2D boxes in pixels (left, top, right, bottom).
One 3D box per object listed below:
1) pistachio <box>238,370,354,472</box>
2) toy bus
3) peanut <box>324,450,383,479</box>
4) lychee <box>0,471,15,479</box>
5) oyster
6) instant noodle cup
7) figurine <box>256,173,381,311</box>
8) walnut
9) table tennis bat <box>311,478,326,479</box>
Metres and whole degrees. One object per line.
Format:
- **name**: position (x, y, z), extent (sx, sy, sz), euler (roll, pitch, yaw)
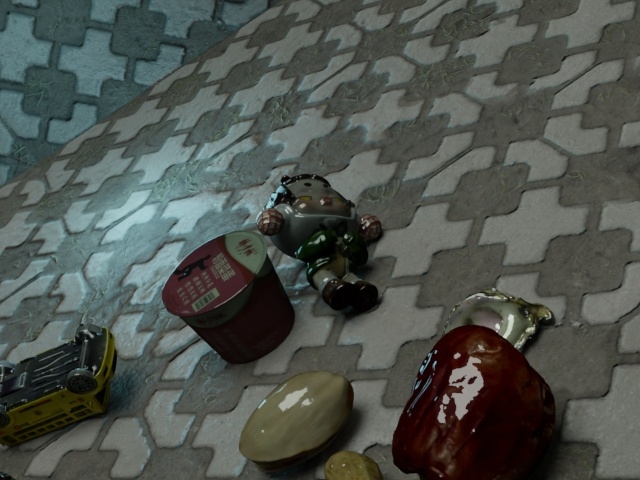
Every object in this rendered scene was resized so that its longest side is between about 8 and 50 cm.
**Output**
- **pistachio**: position (-0.037, 0.305, 1.792), extent (0.215, 0.144, 0.144), euler (-42, 34, -6)
- **toy bus**: position (-0.549, 0.306, 2.184), extent (0.330, 0.152, 0.144), euler (-23, 39, 17)
- **peanut**: position (0.063, 0.391, 1.640), extent (0.089, 0.089, 0.193), euler (-35, 29, -5)
- **lychee**: position (-0.639, 0.502, 1.986), extent (0.171, 0.171, 0.171), euler (-21, 34, 15)
- **oyster**: position (0.300, 0.154, 1.785), extent (0.191, 0.081, 0.163), euler (-6, 63, 11)
- **instant noodle cup**: position (-0.170, 0.119, 2.095), extent (0.235, 0.178, 0.234), euler (-21, 35, 16)
- **figurine**: position (0.000, 0.000, 2.127), extent (0.281, 0.167, 0.370), euler (2, 37, -29)
- **walnut**: position (0.216, 0.273, 1.578), extent (0.269, 0.222, 0.244), euler (-50, 5, -13)
- **table tennis bat**: position (-0.033, 0.485, 1.650), extent (0.154, 0.021, 0.274), euler (-15, 35, 24)
